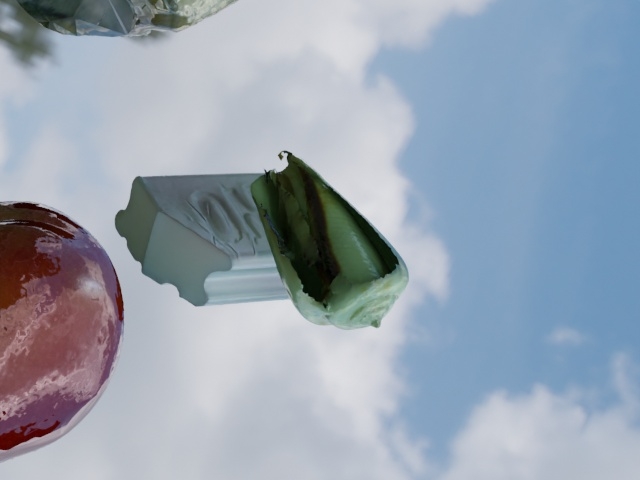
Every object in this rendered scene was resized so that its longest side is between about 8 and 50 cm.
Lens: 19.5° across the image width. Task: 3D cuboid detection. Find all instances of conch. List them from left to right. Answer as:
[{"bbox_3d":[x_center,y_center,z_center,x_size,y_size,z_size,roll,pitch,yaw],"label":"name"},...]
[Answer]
[{"bbox_3d":[-0.003,0.003,2.211,0.143,0.250,0.137,-34,173,-25],"label":"conch"}]

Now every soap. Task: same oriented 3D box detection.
[{"bbox_3d":[-0.103,-0.006,2.442,0.173,0.289,0.095,56,-48,34],"label":"soap"}]

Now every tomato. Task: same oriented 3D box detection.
[{"bbox_3d":[-0.318,0.085,1.669,0.298,0.298,0.226,-158,-117,-65],"label":"tomato"}]

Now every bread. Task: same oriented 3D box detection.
[{"bbox_3d":[-0.236,-0.389,2.407,0.395,0.239,0.264,6,-140,32],"label":"bread"}]
